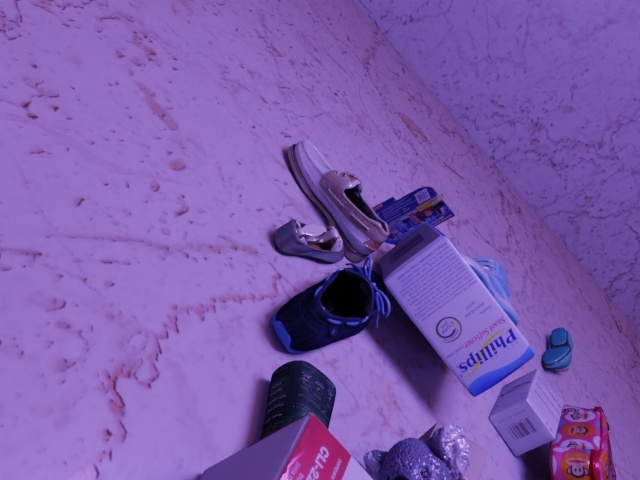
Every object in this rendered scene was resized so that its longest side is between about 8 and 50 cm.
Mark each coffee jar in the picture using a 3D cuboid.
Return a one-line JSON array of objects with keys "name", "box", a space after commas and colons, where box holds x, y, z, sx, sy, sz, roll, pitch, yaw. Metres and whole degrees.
[{"name": "coffee jar", "box": [-0.035, 0.259, 0.772, 0.096, 0.079, 0.184, 44, 29, -20]}]

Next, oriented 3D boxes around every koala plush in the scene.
[{"name": "koala plush", "box": [0.146, 0.384, 0.803, 0.203, 0.196, 0.221, 35, 31, -49]}]

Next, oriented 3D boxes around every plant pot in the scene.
[{"name": "plant pot", "box": [0.200, 0.376, 0.960, 0.096, 0.109, 0.109, 44, 28, 10]}]

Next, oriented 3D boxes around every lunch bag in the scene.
[{"name": "lunch bag", "box": [0.591, 0.537, 1.283, 0.293, 0.120, 0.258, -25, 107, -59]}]

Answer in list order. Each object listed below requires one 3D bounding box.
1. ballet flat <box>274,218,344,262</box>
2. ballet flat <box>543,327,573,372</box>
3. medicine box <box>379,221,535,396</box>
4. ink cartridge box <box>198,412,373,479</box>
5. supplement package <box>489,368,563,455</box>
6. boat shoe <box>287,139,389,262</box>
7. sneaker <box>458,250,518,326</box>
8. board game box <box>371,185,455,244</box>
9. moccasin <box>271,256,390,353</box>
[{"name": "ballet flat", "box": [0.000, 0.000, 1.113, 0.213, 0.068, 0.072, 8, 52, -52]}, {"name": "ballet flat", "box": [0.749, 0.357, 1.780, 0.247, 0.083, 0.087, -34, 101, -59]}, {"name": "medicine box", "box": [0.265, 0.128, 1.180, 0.289, 0.149, 0.263, 52, 7, -3]}, {"name": "ink cartridge box", "box": [-0.003, 0.347, 0.602, 0.273, 0.197, 0.114, 48, 31, -6]}, {"name": "supplement package", "box": [0.480, 0.394, 1.328, 0.105, 0.105, 0.179, 55, 29, 8]}, {"name": "boat shoe", "box": [0.044, -0.105, 1.251, 0.302, 0.103, 0.113, 57, 29, 8]}, {"name": "sneaker", "box": [0.405, 0.093, 1.535, 0.319, 0.127, 0.208, 47, 30, -30]}, {"name": "board game box", "box": [0.218, -0.051, 1.397, 0.194, 0.194, 0.060, 31, 34, -58]}, {"name": "moccasin", "box": [0.054, 0.113, 1.017, 0.138, 0.117, 0.342, 55, 29, 4]}]
